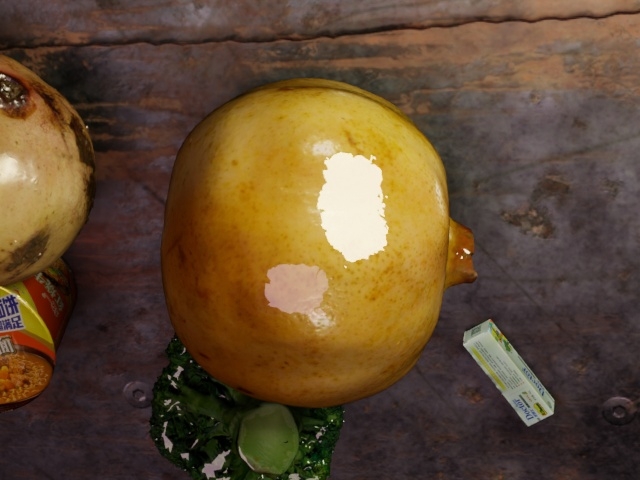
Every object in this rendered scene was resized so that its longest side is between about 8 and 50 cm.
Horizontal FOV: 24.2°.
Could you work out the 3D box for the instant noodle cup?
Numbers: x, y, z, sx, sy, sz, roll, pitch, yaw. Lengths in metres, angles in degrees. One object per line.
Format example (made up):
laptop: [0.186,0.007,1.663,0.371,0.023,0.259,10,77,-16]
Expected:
instant noodle cup: [-0.439,0.103,2.057,0.213,0.174,0.213,5,118,9]

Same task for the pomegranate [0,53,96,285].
pomegranate: [-0.441,-0.091,1.876,0.322,0.322,0.322,5,119,8]

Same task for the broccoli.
broccoli: [-0.086,0.220,2.002,0.297,0.297,0.297,0,91,-13]

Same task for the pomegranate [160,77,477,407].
pomegranate: [0.000,0.000,1.810,0.416,0.416,0.417,5,119,8]

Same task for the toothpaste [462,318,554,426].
toothpaste: [0.258,0.182,2.048,0.046,0.034,0.164,-31,109,24]
